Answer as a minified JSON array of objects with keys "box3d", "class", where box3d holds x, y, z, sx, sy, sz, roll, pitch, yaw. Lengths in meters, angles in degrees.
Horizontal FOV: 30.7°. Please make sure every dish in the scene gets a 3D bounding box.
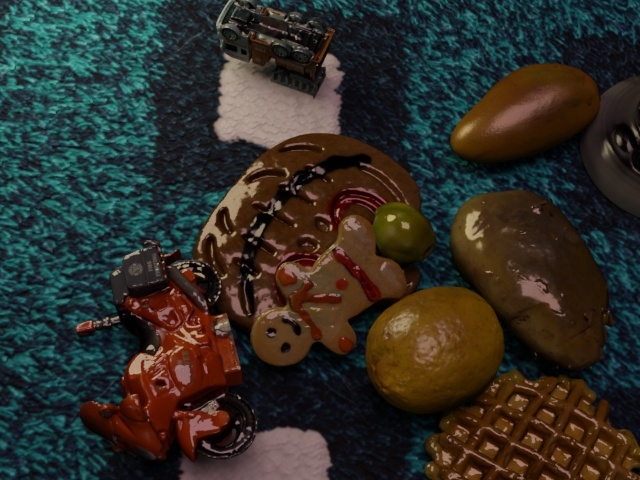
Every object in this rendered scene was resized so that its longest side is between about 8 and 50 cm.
[{"box3d":[0.551,-0.170,1.810,0.273,0.134,0.273,1,61,-2],"class":"dish"}]

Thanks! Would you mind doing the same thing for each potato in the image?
[{"box3d":[0.308,0.050,1.654,0.192,0.141,0.296,-15,64,-30],"class":"potato"}]

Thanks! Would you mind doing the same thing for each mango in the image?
[{"box3d":[0.315,-0.197,1.821,0.253,0.113,0.138,-25,68,-9],"class":"mango"}]

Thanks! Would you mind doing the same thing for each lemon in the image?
[{"box3d":[0.153,0.147,1.572,0.207,0.170,0.170,-21,63,-24],"class":"lemon"}]

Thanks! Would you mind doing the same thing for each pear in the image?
[{"box3d":[0.113,-0.010,1.654,0.092,0.092,0.097,-35,61,-22],"class":"pear"}]

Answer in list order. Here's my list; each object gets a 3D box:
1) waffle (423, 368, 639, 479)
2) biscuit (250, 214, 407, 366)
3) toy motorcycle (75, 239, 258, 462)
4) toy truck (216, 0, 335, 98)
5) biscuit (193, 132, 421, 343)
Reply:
[{"box3d":[0.289,0.311,1.550,0.301,0.058,0.281,-29,66,-20],"class":"waffle"},{"box3d":[0.004,0.085,1.603,0.234,0.030,0.153,-37,93,-4],"class":"biscuit"},{"box3d":[-0.218,0.161,1.555,0.221,0.148,0.325,-13,56,-8],"class":"toy motorcycle"},{"box3d":[-0.075,-0.308,1.852,0.178,0.115,0.080,21,61,7],"class":"toy truck"},{"box3d":[0.000,-0.001,1.711,0.314,0.063,0.367,30,61,14],"class":"biscuit"}]
